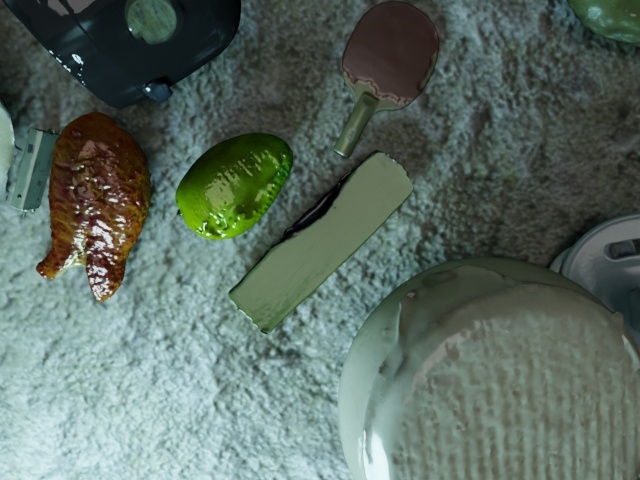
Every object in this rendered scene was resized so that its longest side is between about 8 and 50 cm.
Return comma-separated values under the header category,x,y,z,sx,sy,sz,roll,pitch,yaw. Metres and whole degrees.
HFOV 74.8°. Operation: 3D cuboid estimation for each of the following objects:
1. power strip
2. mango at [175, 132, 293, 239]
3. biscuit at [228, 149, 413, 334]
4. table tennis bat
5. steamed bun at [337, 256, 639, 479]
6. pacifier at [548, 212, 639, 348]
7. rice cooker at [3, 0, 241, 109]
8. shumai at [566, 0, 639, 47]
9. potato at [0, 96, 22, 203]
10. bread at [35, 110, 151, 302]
category,x,y,z,sx,sy,sz,roll,pitch,yaw
power strip,-0.404,-0.094,0.591,0.019,0.051,0.136,18,97,-12
mango,-0.115,-0.077,0.579,0.178,0.100,0.119,-38,90,-2
biscuit,0.000,0.000,0.625,0.099,0.038,0.322,44,93,-10
table tennis bat,0.084,-0.229,0.608,0.131,0.022,0.234,26,94,-6
steamed bun,0.201,0.202,0.555,0.374,0.241,0.374,-1,95,-7
pacifier,0.444,0.108,0.574,0.227,0.207,0.279,-11,98,17
rice cooker,-0.225,-0.300,0.476,0.224,0.267,0.267,-40,97,-4
shumai,0.477,-0.446,0.444,0.324,0.323,0.398,8,96,-5
potato,-0.597,-0.186,0.514,0.296,0.290,0.397,41,135,21
bread,-0.317,-0.039,0.581,0.139,0.095,0.269,21,100,3
